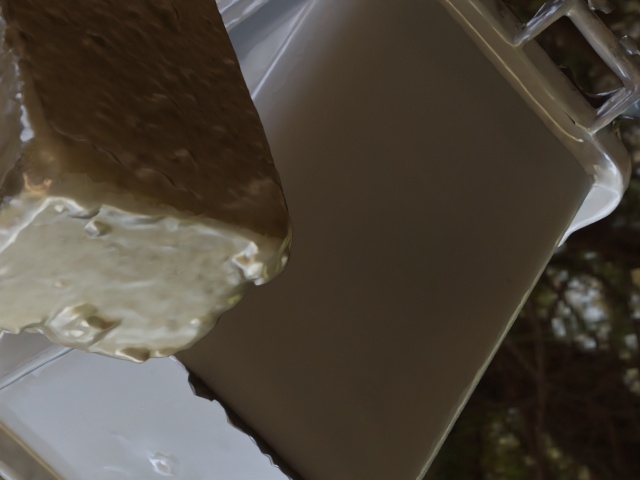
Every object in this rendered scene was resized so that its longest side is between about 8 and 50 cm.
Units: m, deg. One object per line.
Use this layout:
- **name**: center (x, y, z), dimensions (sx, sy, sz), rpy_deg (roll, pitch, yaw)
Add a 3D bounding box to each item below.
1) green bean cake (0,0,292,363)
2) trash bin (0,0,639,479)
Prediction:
- **green bean cake**: center (-0.089, -0.052, 0.500), dimensions (0.109, 0.085, 0.179), rpy_deg (15, -138, -43)
- **trash bin**: center (0.000, 0.000, 0.791), dimensions (0.256, 0.296, 0.367), rpy_deg (48, -136, -16)
